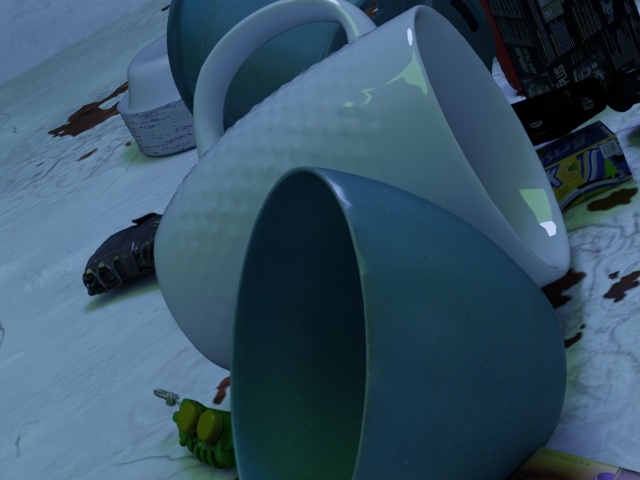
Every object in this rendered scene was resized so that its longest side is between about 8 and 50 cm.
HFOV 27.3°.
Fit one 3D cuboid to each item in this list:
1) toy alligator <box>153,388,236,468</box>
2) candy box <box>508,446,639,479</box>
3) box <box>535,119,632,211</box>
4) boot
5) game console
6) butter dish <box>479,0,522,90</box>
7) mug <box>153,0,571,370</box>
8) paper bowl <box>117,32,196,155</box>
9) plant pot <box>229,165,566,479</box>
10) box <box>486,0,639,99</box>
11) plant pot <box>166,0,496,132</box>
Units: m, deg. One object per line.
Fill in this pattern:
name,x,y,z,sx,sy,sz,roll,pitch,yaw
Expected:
toy alligator,-0.112,0.181,1.242,0.190,0.056,0.051,8,81,55
candy box,0.186,0.202,0.854,0.109,0.053,0.187,-39,24,-27
box,0.232,-0.060,1.371,0.169,0.054,0.059,-25,22,3
boot,-0.207,0.019,1.677,0.229,0.091,0.263,-25,18,21
game console,0.326,-0.160,1.419,0.361,0.043,0.213,-18,-2,-1
butter dish,0.295,-0.290,1.719,0.160,0.159,0.118,-23,0,10
mug,0.006,-0.060,1.246,0.328,0.374,0.276,-29,-21,21
paper bowl,-0.209,-0.274,2.216,0.284,0.148,0.284,-22,24,10
plant pot,0.066,0.096,0.991,0.196,0.290,0.290,4,13,-21
box,0.296,-0.263,1.575,0.147,0.180,0.077,-34,25,-14
plant pot,0.026,-0.237,1.677,0.341,0.341,0.334,-34,32,-16
